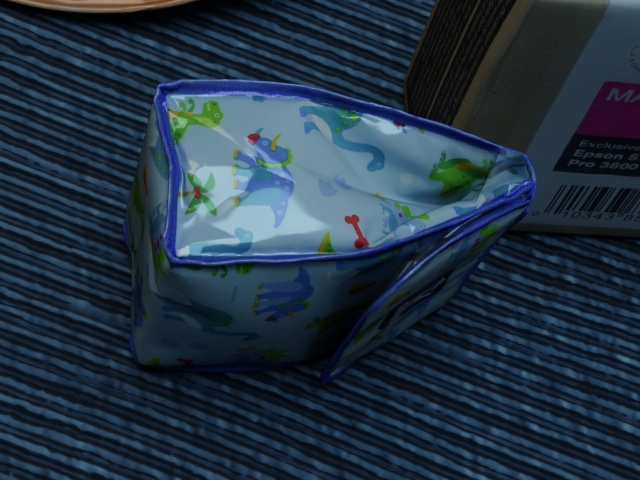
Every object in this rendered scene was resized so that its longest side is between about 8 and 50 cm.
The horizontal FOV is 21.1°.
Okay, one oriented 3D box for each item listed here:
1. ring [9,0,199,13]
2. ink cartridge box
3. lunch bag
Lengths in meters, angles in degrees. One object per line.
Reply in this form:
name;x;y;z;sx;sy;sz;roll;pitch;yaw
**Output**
ring;-0.100;-0.273;0.820;0.336;0.032;0.337;0;87;1
ink cartridge box;0.171;-0.079;0.745;0.234;0.193;0.088;2;63;-10
lunch bag;0.000;0.000;0.707;0.151;0.129;0.096;-2;69;-14
